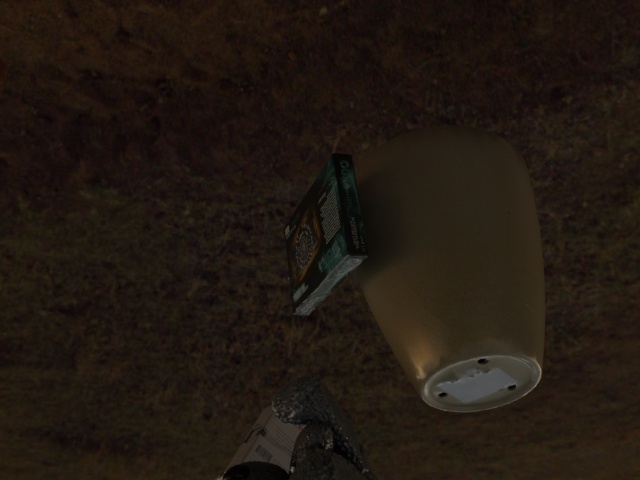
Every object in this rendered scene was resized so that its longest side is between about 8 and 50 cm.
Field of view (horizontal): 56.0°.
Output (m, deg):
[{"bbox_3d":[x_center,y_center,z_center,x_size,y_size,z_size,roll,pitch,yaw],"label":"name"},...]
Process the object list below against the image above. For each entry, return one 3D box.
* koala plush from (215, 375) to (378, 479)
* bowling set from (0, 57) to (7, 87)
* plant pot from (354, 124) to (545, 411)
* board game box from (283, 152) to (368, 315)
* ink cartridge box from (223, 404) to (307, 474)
[{"bbox_3d":[-0.048,0.327,0.756,0.221,0.196,0.203,-29,118,8],"label":"koala plush"},{"bbox_3d":[-0.487,-0.159,0.710,0.154,0.200,0.286,-2,108,34],"label":"bowling set"},{"bbox_3d":[0.158,0.050,0.716,0.257,0.274,0.256,-3,139,-3],"label":"plant pot"},{"bbox_3d":[0.000,0.000,0.712,0.026,0.126,0.186,2,154,-21],"label":"board game box"},{"bbox_3d":[-0.104,0.483,1.353,0.139,0.190,0.082,45,133,-8],"label":"ink cartridge box"}]
